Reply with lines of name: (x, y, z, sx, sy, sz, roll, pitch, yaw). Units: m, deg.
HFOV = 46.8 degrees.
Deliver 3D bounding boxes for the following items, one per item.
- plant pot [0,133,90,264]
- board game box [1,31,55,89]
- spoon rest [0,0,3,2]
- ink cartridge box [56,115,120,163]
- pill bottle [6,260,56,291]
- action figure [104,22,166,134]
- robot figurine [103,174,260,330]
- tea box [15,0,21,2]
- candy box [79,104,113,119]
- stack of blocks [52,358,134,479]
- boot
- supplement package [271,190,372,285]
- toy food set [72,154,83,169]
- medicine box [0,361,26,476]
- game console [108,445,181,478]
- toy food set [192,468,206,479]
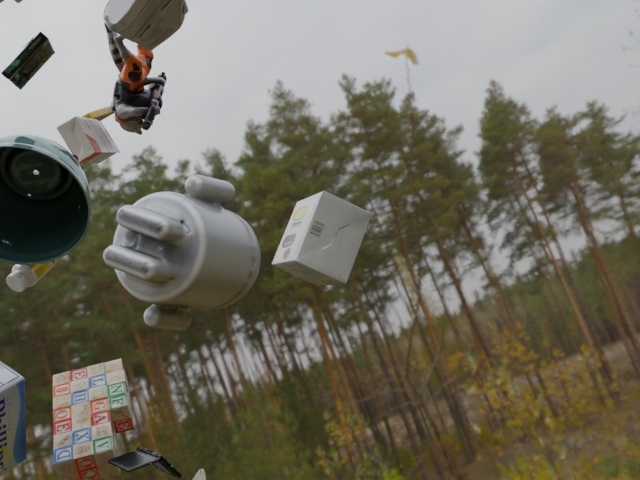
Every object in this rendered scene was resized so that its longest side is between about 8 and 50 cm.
plant pot: (-0.654, -0.119, 1.658, 0.293, 0.293, 0.196, -22, 32, 6)
board game box: (-0.661, -0.406, 1.679, 0.126, 0.026, 0.186, -50, 15, -7)
spoon rest: (-0.698, -0.475, 1.388, 0.277, 0.137, 0.084, -16, -22, 7)
ink cartridge box: (-0.645, -0.279, 2.070, 0.067, 0.115, 0.198, -30, 3, 7)
pill bottle: (-0.681, 0.069, 1.736, 0.065, 0.065, 0.116, -28, 20, 34)
action figure: (-0.553, -0.481, 2.204, 0.179, 0.330, 0.341, 6, 27, -8)
robot figurine: (-0.241, 0.024, 1.371, 0.200, 0.299, 0.353, 22, 0, 24)
tea box: (-0.599, -0.756, 1.592, 0.329, 0.323, 0.220, -22, -44, 31)
candy box: (-0.710, -0.380, 2.298, 0.105, 0.027, 0.206, -27, 12, 18)
stack of blocks: (-0.535, 0.424, 1.747, 0.171, 0.297, 0.087, -12, -56, -12)
boot: (-0.295, -0.487, 1.421, 0.258, 0.095, 0.123, -45, -31, 13)
supplement package: (0.000, 0.000, 1.902, 0.149, 0.194, 0.203, 25, -14, -17)
toy food set: (-0.631, -0.176, 1.827, 0.083, 0.082, 0.020, 15, 16, -25)
medicine box: (-0.834, 0.447, 1.681, 0.289, 0.149, 0.263, -32, -40, -52)
game console: (-0.373, 0.485, 1.573, 0.122, 0.107, 0.071, -5, 38, 54)
toy food set: (-0.415, 0.595, 1.609, 0.306, 0.092, 0.219, 8, -59, -48)
